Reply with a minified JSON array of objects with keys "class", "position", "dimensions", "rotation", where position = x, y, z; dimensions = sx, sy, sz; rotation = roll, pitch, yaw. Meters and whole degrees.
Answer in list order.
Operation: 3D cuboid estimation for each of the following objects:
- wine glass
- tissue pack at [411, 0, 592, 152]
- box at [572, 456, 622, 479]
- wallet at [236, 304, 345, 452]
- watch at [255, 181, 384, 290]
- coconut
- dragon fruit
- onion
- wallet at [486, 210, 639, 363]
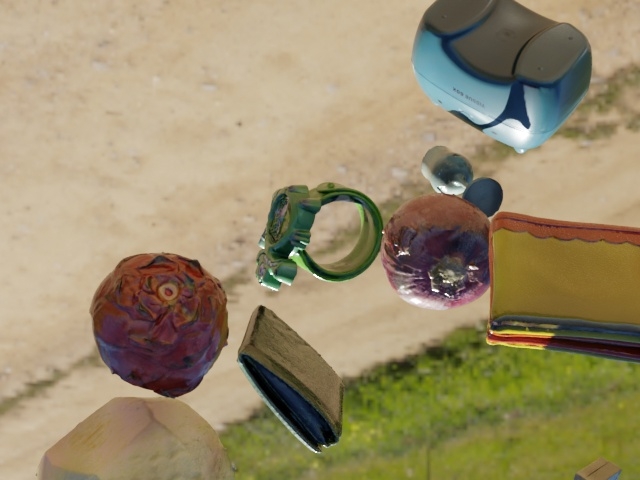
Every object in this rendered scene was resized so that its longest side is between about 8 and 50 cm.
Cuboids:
[{"class":"wine glass","position":[0.238,-0.102,2.105],"dimensions":[0.079,0.079,0.195],"rotation":[11,-162,-22]},{"class":"tissue pack","position":[0.302,-0.287,2.066],"dimensions":[0.287,0.198,0.206],"rotation":[32,151,21]},{"class":"box","position":[0.353,0.333,1.609],"dimensions":[0.035,0.079,0.083],"rotation":[32,-153,31]},{"class":"wallet","position":[-0.037,0.164,1.511],"dimensions":[0.055,0.160,0.236],"rotation":[-41,-174,7]},{"class":"watch","position":[0.000,0.000,1.708],"dimensions":[0.152,0.165,0.131],"rotation":[13,-176,-24]},{"class":"coconut","position":[-0.335,0.449,2.123],"dimensions":[0.352,0.353,0.352],"rotation":[1,158,0]},{"class":"dragon fruit","position":[-0.264,0.134,2.030],"dimensions":[0.241,0.241,0.252],"rotation":[-6,162,18]},{"class":"onion","position":[0.154,0.004,1.622],"dimensions":[0.159,0.195,0.159],"rotation":[-1,113,-2]},{"class":"wallet","position":[0.278,0.042,1.156],"dimensions":[0.241,0.141,0.067],"rotation":[6,146,-1]}]
